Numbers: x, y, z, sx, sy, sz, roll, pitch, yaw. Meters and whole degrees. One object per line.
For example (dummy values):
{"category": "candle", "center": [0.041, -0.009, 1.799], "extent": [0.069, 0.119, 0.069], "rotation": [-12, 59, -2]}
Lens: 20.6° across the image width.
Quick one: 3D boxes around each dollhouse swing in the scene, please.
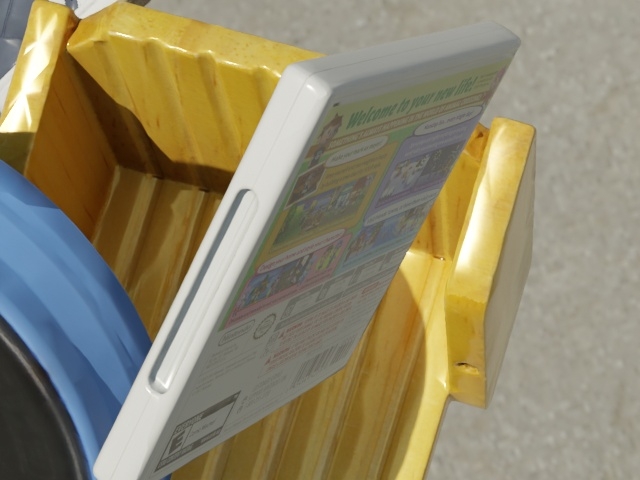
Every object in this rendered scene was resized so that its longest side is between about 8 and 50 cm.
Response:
{"category": "dollhouse swing", "center": [-0.065, 0.067, 1.193], "extent": [0.347, 0.315, 0.305], "rotation": [17, 69, 13]}

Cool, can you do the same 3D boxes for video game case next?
{"category": "video game case", "center": [0.000, 0.000, 0.754], "extent": [0.023, 0.193, 0.212], "rotation": [34, 23, 16]}

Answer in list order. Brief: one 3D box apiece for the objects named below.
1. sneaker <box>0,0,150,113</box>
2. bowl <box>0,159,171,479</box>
{"category": "sneaker", "center": [-0.202, -0.242, 1.417], "extent": [0.282, 0.153, 0.099], "rotation": [-43, 0, 12]}
{"category": "bowl", "center": [-0.280, 0.092, 1.058], "extent": [0.391, 0.391, 0.077], "rotation": [-7, 29, 27]}
